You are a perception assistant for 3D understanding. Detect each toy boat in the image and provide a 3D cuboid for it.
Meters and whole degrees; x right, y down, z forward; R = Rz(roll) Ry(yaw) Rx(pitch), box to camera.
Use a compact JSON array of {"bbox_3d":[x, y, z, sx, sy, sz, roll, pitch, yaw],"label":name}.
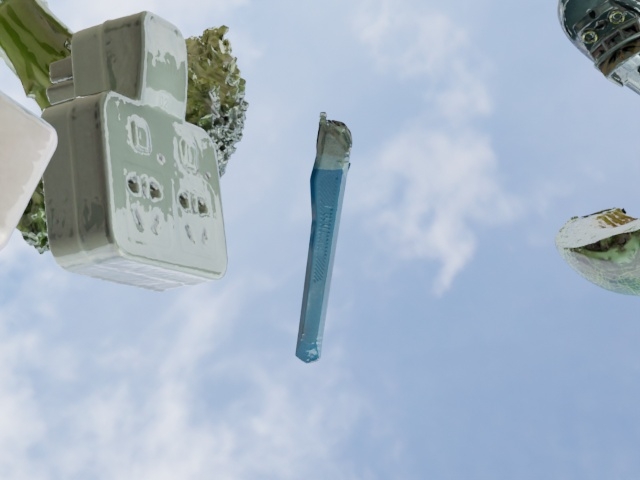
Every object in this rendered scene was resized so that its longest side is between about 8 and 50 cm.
[{"bbox_3d":[0.413,-0.262,1.738,0.114,0.296,0.122,-36,-133,33],"label":"toy boat"}]

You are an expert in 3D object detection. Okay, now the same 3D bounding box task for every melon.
[{"bbox_3d":[0.415,0.016,1.649,0.265,0.129,0.169,-18,-170,42],"label":"melon"}]

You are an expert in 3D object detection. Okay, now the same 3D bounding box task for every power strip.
[{"bbox_3d":[-0.206,-0.086,1.324,0.141,0.229,0.261,-11,-102,21],"label":"power strip"}]

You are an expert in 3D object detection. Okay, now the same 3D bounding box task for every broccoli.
[{"bbox_3d":[-0.260,-0.200,1.642,0.275,0.353,0.397,-40,-112,23],"label":"broccoli"}]

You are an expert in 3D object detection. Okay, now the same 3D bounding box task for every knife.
[{"bbox_3d":[0.000,0.000,1.526,0.044,0.296,0.026,8,-170,-2],"label":"knife"}]

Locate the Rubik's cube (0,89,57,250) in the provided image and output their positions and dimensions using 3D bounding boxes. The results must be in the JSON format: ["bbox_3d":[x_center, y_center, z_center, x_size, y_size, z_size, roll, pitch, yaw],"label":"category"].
[{"bbox_3d":[-0.403,-0.008,0.738,0.322,0.316,0.318,5,-114,48],"label":"Rubik's cube"}]
